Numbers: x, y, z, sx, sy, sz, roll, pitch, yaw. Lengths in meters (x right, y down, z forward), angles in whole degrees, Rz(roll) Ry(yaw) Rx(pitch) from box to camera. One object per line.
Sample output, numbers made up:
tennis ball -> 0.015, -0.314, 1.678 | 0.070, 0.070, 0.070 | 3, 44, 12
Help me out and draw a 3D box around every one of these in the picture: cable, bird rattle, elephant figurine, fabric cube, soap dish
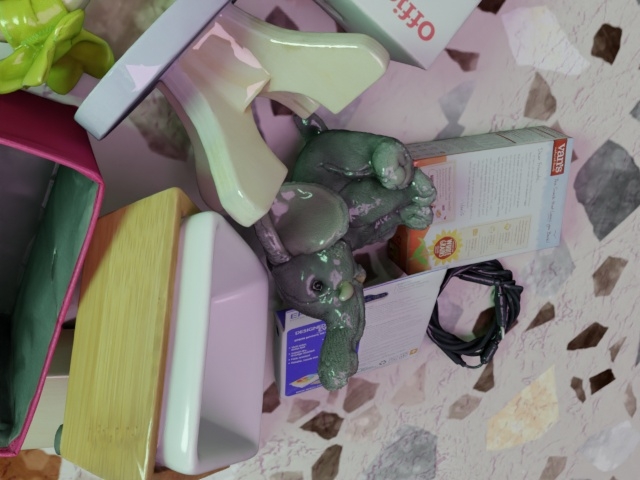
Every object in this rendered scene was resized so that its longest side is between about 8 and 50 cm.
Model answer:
cable -> 0.212, 0.092, 1.007 | 0.150, 0.047, 0.184 | -45, 120, -2
bird rattle -> -0.251, -0.255, 0.622 | 0.207, 0.143, 0.253 | 19, 101, -12
elephant figurine -> 0.000, 0.000, 0.761 | 0.239, 0.186, 0.169 | -48, 123, -20
fabric cube -> -0.349, -0.011, 0.604 | 0.254, 0.258, 0.259 | 16, 105, -27
soap dish -> -0.129, 0.101, 0.667 | 0.118, 0.291, 0.229 | 2, 77, 5

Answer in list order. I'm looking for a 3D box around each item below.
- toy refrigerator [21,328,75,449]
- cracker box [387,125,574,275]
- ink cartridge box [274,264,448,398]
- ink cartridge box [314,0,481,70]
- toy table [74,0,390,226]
toy refrigerator -> -0.287, 0.161, 0.803 | 0.269, 0.094, 0.102 | 2, 118, -23
cracker box -> 0.204, -0.054, 0.929 | 0.232, 0.067, 0.155 | -9, 117, -18
ink cartridge box -> 0.043, 0.104, 0.897 | 0.206, 0.045, 0.208 | -14, 144, -16
ink cartridge box -> 0.102, -0.362, 0.717 | 0.226, 0.131, 0.306 | 33, 95, -31
toy table -> -0.080, -0.138, 0.654 | 0.161, 0.252, 0.274 | 42, 50, -17
